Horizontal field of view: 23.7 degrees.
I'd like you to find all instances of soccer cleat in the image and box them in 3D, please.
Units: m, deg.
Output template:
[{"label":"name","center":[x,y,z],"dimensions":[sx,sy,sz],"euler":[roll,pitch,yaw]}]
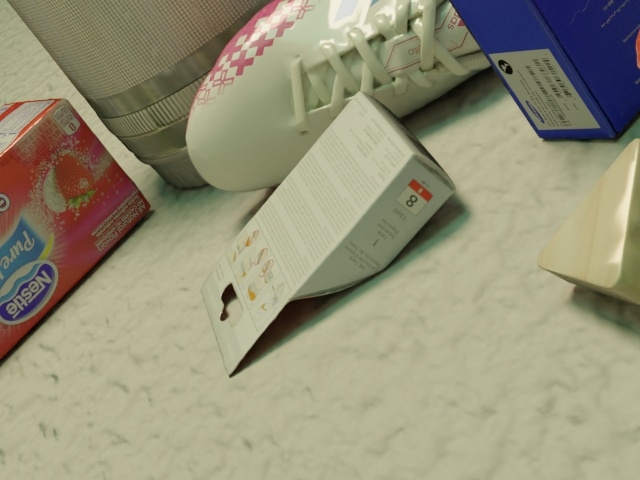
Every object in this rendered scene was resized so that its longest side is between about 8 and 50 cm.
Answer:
[{"label":"soccer cleat","center":[0.049,-0.142,1.060],"dimensions":[0.331,0.116,0.143],"euler":[-36,23,0]}]

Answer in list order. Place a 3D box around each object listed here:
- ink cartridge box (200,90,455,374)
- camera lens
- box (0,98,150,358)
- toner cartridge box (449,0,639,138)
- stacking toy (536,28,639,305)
[{"label":"ink cartridge box","center":[0.000,0.000,0.984],"dimensions":[0.179,0.045,0.145],"euler":[-52,22,10]},{"label":"camera lens","center":[-0.124,-0.207,1.220],"dimensions":[0.219,0.274,0.219],"euler":[-30,24,15]},{"label":"box","center":[-0.279,0.013,1.215],"dimensions":[0.257,0.123,0.128],"euler":[-47,25,-23]},{"label":"toner cartridge box","center":[0.219,-0.235,0.938],"dimensions":[0.348,0.165,0.075],"euler":[-45,25,-21]},{"label":"stacking toy","center":[0.251,-0.041,0.673],"dimensions":[0.280,0.130,0.309],"euler":[-61,19,9]}]
